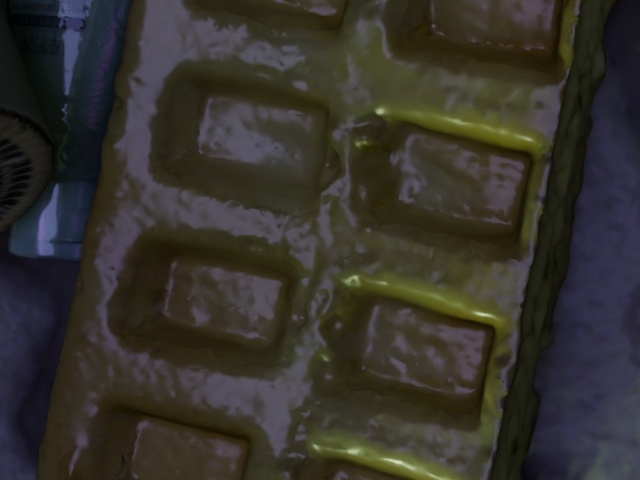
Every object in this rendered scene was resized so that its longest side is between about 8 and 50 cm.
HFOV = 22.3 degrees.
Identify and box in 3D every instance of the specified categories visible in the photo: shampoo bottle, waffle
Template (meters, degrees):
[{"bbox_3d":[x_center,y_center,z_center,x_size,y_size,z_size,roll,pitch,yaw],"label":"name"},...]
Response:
[{"bbox_3d":[-0.089,-0.087,0.591,0.069,0.041,0.191,6,95,20],"label":"shampoo bottle"},{"bbox_3d":[0.000,0.000,0.557,0.168,0.057,0.274,14,97,18],"label":"waffle"}]

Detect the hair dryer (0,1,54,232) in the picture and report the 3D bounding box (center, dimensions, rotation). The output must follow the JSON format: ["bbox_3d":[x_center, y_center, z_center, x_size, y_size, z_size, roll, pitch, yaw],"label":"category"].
[{"bbox_3d":[-0.256,-0.014,0.626,0.357,0.107,0.173,-38,62,28],"label":"hair dryer"}]
